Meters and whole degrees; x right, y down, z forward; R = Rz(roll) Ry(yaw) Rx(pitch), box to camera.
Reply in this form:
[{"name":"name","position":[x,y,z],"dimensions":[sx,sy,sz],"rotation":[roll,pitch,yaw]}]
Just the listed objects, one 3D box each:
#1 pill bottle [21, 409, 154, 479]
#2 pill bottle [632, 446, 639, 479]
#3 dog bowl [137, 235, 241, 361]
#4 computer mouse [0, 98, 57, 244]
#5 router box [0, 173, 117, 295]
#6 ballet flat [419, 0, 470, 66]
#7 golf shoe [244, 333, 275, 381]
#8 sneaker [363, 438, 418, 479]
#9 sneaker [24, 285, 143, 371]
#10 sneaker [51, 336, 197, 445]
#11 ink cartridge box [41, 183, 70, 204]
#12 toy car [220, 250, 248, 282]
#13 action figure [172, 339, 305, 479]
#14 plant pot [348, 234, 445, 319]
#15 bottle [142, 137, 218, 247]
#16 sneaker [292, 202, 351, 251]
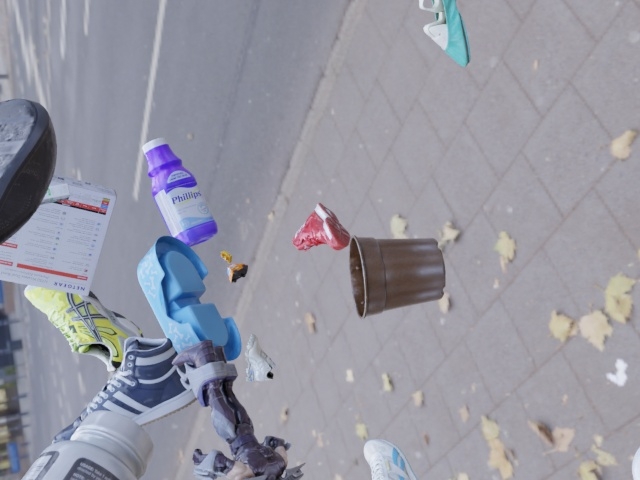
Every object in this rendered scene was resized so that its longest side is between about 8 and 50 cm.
[{"name":"pill bottle","position":[-0.378,0.414,1.058],"dimensions":[0.319,0.176,0.176],"rotation":[-63,-8,-50]},{"name":"pill bottle","position":[0.581,0.384,1.174],"dimensions":[0.117,0.208,0.118],"rotation":[-12,66,28]},{"name":"dog bowl","position":[-0.275,0.133,1.470],"dimensions":[0.074,0.166,0.297],"rotation":[-34,76,18]},{"name":"computer mouse","position":[-0.358,-0.034,0.738],"dimensions":[0.072,0.188,0.272],"rotation":[67,-148,-48]},{"name":"router box","position":[-0.755,-0.031,1.914],"dimensions":[0.082,0.335,0.301],"rotation":[42,114,62]},{"name":"ballet flat","position":[0.256,-0.487,1.523],"dimensions":[0.083,0.087,0.247],"rotation":[-124,19,-73]},{"name":"golf shoe","position":[-0.167,0.330,2.007],"dimensions":[0.069,0.086,0.176],"rotation":[-78,-9,-47]},{"name":"sneaker","position":[0.164,0.566,1.718],"dimensions":[0.229,0.092,0.087],"rotation":[47,122,48]},{"name":"sneaker","position":[-0.722,0.248,2.146],"dimensions":[0.145,0.384,0.147],"rotation":[-52,9,40]},{"name":"sneaker","position":[-0.381,0.280,1.320],"dimensions":[0.153,0.282,0.099],"rotation":[71,166,-16]},{"name":"ink cartridge box","position":[-0.618,-0.098,1.580],"dimensions":[0.063,0.115,0.029],"rotation":[-19,85,66]},{"name":"toy car","position":[-0.210,0.051,1.727],"dimensions":[0.040,0.060,0.122],"rotation":[34,149,25]},{"name":"action figure","position":[-0.129,0.295,1.093],"dimensions":[0.099,0.185,0.285],"rotation":[-38,64,15]},{"name":"plant pot","position":[0.150,0.064,1.403],"dimensions":[0.167,0.165,0.167],"rotation":[174,90,-84]},{"name":"bottle","position":[-0.366,-0.123,1.817],"dimensions":[0.092,0.118,0.283],"rotation":[-30,83,51]},{"name":"sneaker","position":[0.000,0.000,1.842],"dimensions":[0.128,0.087,0.221],"rotation":[-50,21,13]}]
